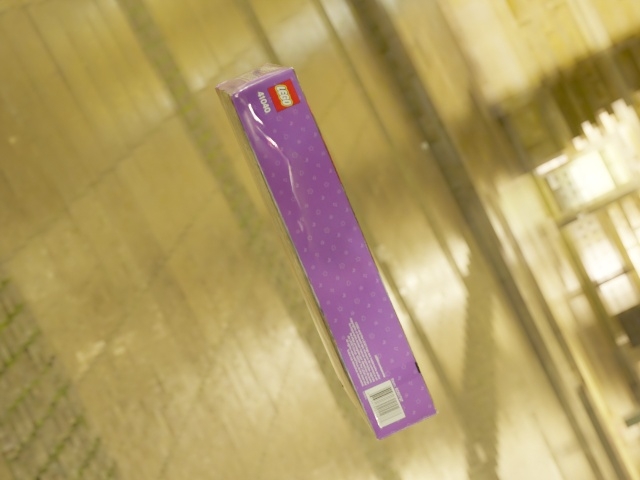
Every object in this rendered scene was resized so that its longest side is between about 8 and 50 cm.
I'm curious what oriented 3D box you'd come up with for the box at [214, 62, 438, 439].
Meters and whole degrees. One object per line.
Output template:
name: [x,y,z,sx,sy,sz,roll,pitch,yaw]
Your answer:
box: [0.000,0.000,1.295,0.201,0.057,0.293,-136,-157,-79]
